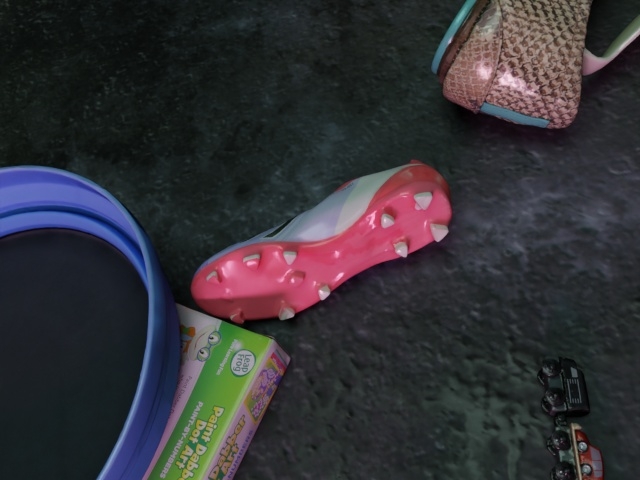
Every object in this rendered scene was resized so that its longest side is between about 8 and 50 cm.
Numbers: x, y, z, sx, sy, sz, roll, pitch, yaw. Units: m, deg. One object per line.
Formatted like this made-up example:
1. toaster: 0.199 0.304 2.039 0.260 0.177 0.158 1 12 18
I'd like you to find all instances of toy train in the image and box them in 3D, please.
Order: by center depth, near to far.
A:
1. toy train: 0.183 0.159 0.481 0.036 0.027 0.158 -1 60 5

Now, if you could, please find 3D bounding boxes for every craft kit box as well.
1. craft kit box: -0.188 0.163 0.585 0.246 0.061 0.250 16 68 28

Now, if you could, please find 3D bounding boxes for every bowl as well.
1. bowl: -0.298 0.117 0.571 0.390 0.077 0.391 -8 59 14

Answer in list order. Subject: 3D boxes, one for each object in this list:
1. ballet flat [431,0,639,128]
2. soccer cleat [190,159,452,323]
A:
1. ballet flat: 0.280 -0.311 0.665 0.182 0.164 0.483 26 76 6
2. soccer cleat: 0.000 0.000 0.613 0.248 0.083 0.095 -24 27 10
